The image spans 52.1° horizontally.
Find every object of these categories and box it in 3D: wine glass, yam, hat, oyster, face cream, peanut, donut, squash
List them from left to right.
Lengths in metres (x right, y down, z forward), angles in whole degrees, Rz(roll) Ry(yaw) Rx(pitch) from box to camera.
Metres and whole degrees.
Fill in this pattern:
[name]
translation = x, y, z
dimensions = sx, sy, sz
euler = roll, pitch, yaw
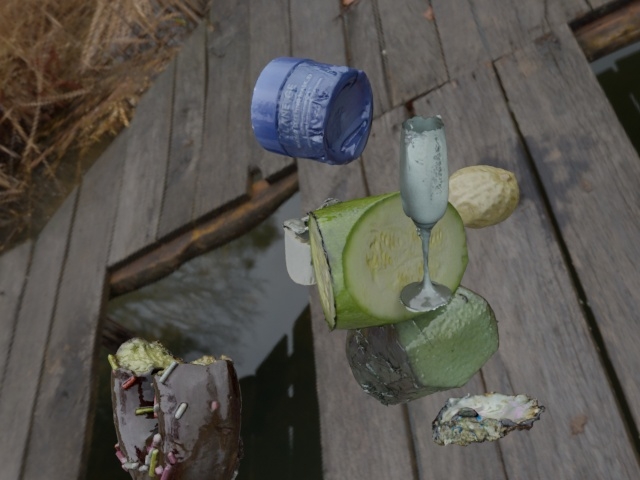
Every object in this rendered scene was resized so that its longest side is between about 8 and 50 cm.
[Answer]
[donut]
translation = -0.247, 0.301, 1.070
dimensions = 0.345, 0.136, 0.259
euler = 0, 90, 56
[face cream]
translation = -0.013, -0.321, 1.624
dimensions = 0.225, 0.249, 0.249
euler = 14, 68, 29
[hat]
translation = 0.000, 0.000, 1.853
dimensions = 0.214, 0.149, 0.245
euler = -19, 80, 48
[squash]
translation = 0.119, 0.021, 0.939
dimensions = 0.260, 0.189, 0.189
euler = -9, 43, -9
[yam]
translation = 0.161, 0.168, 1.112
dimensions = 0.202, 0.201, 0.271
euler = -42, 6, -18
[wine glass]
translation = 0.131, -0.035, 0.828
dimensions = 0.074, 0.262, 0.074
euler = -5, 30, 3
[peanut]
translation = 0.334, -0.094, 1.356
dimensions = 0.159, 0.109, 0.141
euler = -28, 75, -10
[oyster]
translation = 0.383, 0.415, 1.529
dimensions = 0.198, 0.259, 0.092
euler = -175, 78, -77
